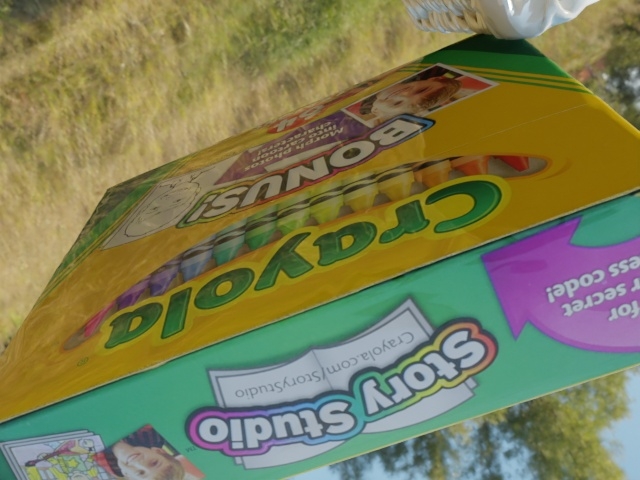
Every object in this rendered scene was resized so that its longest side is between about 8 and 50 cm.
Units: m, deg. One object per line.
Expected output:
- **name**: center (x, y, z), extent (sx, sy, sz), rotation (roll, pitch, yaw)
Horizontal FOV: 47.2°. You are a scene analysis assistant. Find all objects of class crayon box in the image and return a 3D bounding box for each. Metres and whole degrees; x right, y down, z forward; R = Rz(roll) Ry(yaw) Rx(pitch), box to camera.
- **crayon box**: center (0.000, 0.000, 0.481), extent (0.363, 0.106, 0.313), rotation (-21, -156, 10)

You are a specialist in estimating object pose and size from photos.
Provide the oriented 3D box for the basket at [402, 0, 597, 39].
- **basket**: center (0.160, -0.368, 0.565), extent (0.331, 0.328, 0.266), rotation (-34, -165, -1)
